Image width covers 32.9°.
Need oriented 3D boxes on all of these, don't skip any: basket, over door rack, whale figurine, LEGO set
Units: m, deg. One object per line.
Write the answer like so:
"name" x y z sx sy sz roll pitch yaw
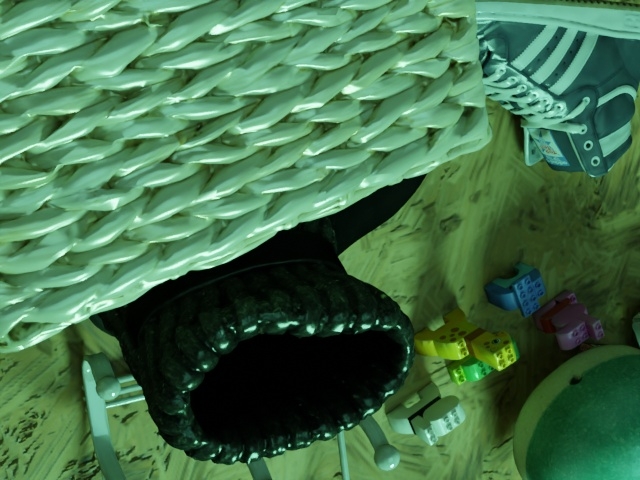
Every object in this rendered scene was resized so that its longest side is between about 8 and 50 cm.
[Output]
"basket" -0.126 -0.148 0.621 0.331 0.328 0.266 -24 116 -22
"over door rack" -0.059 0.229 0.893 0.239 0.108 0.324 -10 109 -26
"whale figurine" 0.302 0.229 1.038 0.216 0.141 0.272 -36 121 -6
"LEGO set" 0.166 0.097 0.989 0.227 0.093 0.087 -32 117 -18

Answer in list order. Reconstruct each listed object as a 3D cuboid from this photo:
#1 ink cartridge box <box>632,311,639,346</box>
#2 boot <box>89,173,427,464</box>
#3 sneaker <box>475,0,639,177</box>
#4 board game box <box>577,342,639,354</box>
"ink cartridge box" 0.397 0.091 1.118 0.135 0.056 0.099 -32 106 -28
"boot" 0.001 0.004 0.771 0.348 0.260 0.131 -35 118 -16
"sneaker" 0.171 -0.131 0.925 0.282 0.099 0.153 -4 104 -31
"board game box" 0.298 0.249 1.146 0.145 0.027 0.281 8 100 -32
